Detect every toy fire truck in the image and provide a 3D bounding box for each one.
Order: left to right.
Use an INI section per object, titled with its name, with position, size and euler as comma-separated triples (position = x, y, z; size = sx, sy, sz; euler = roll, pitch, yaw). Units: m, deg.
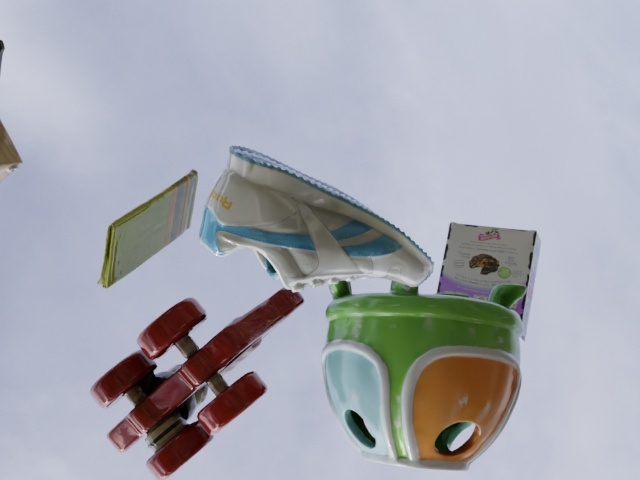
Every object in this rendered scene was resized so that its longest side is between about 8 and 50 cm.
[toy fire truck]
position = -0.170, 0.193, 1.184
size = 0.169, 0.302, 0.254
euler = 49, -153, 7

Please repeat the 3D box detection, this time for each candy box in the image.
[candy box]
position = 0.307, 0.074, 1.483
size = 0.070, 0.165, 0.196
euler = 37, -117, -61

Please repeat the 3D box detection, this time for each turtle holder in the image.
[turtle holder]
position = 0.096, 0.161, 1.006
size = 0.243, 0.320, 0.227
euler = 19, -108, -49

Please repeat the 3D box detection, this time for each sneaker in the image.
[sneaker]
position = 0.000, 0.000, 0.703
size = 0.229, 0.087, 0.092
euler = 23, -82, -30

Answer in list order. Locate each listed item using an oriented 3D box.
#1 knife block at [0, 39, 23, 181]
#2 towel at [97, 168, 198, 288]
[knife block]
position = -0.478, -0.156, 0.959
size = 0.242, 0.276, 0.088
euler = 60, -153, 5
[towel]
position = -0.240, -0.023, 1.145
size = 0.021, 0.102, 0.237
euler = 19, -153, 12
